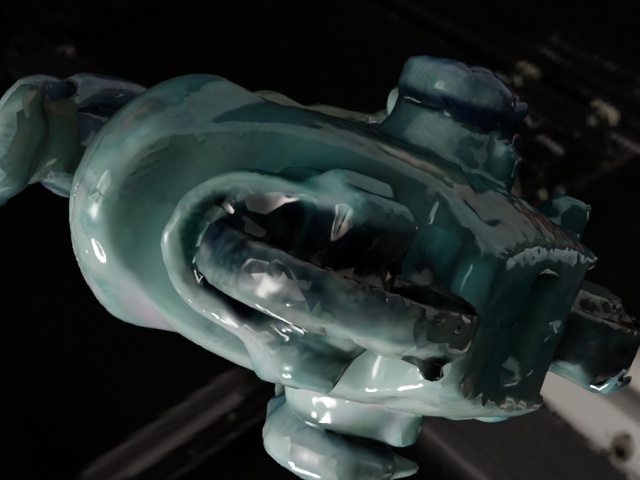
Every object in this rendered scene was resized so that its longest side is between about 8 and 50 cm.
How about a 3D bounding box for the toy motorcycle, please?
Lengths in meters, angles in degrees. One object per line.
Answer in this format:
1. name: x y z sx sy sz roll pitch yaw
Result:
1. toy motorcycle: 0.000 0.000 0.506 0.206 0.260 0.154 26 -83 29
